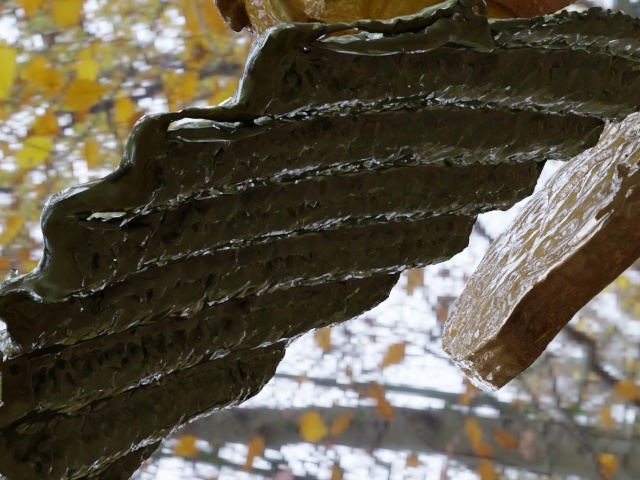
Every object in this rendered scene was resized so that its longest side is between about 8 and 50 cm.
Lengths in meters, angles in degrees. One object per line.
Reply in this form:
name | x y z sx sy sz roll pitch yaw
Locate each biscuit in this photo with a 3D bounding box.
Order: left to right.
biscuit | 0.234 -0.035 1.420 0.062 0.385 0.365 42 -76 -3

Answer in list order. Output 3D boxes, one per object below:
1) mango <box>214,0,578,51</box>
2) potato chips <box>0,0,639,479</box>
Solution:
mango | 0.090 -0.220 1.306 0.350 0.201 0.199 -15 -66 -39
potato chips | 0.000 0.000 0.855 0.429 0.358 0.070 -14 -118 -52
